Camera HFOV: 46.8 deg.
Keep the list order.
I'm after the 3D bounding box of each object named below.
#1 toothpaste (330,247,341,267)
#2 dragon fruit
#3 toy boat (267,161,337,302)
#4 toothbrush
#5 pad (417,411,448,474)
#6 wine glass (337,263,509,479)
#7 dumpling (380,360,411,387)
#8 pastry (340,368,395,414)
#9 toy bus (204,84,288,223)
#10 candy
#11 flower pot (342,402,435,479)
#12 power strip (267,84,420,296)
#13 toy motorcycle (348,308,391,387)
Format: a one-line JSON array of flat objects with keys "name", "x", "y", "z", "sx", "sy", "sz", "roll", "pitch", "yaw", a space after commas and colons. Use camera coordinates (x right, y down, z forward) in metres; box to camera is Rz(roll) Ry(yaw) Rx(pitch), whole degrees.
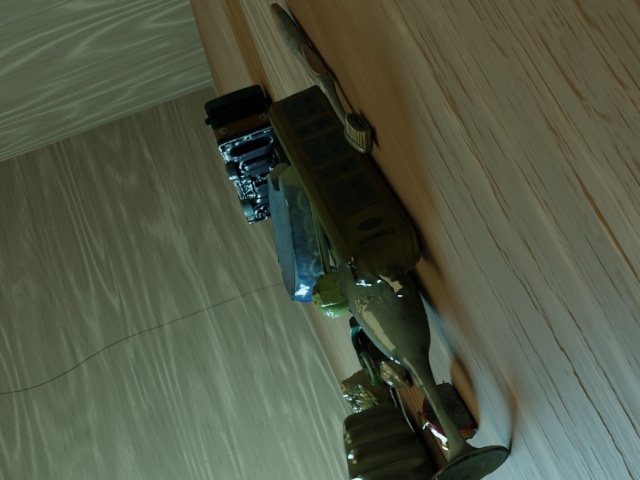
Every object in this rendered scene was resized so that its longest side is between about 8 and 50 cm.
[{"name": "toothpaste", "x": 0.051, "y": 0.028, "z": 1.332, "sx": 0.178, "sy": 0.037, "sz": 0.043, "roll": 179, "pitch": 71, "yaw": -84}, {"name": "dragon fruit", "x": 0.162, "y": 0.234, "z": 0.963, "sx": 0.056, "sy": 0.060, "sz": 0.083, "roll": 80, "pitch": 166, "yaw": -46}, {"name": "toy boat", "x": -0.033, "y": -0.020, "z": 1.706, "sx": 0.215, "sy": 0.123, "sz": 0.330, "roll": -163, "pitch": 63, "yaw": -72}, {"name": "toothbrush", "x": -0.007, "y": -0.231, "z": 0.991, "sx": 0.037, "sy": 0.028, "sz": 0.375, "roll": 83, "pitch": 165, "yaw": -45}, {"name": "pad", "x": 0.228, "y": 0.447, "z": 1.370, "sx": 0.176, "sy": 0.002, "sz": 0.266, "roll": -119, "pitch": 9, "yaw": -48}, {"name": "wine glass", "x": 0.099, "y": 0.095, "z": 0.838, "sx": 0.264, "sy": 0.096, "sz": 0.309, "roll": 73, "pitch": 174, "yaw": -55}, {"name": "dumpling", "x": 0.136, "y": 0.241, "z": 1.310, "sx": 0.059, "sy": 0.043, "sz": 0.077, "roll": 30, "pitch": 144, "yaw": 43}, {"name": "pastry", "x": 0.113, "y": 0.379, "z": 1.594, "sx": 0.089, "sy": 0.121, "sz": 0.258, "roll": -142, "pitch": 32, "yaw": -69}, {"name": "toy bus", "x": -0.164, "y": -0.210, "z": 1.833, "sx": 0.323, "sy": 0.162, "sz": 0.194, "roll": 74, "pitch": 175, "yaw": -56}, {"name": "candy", "x": 0.000, "y": 0.000, "z": 1.551, "sx": 0.092, "sy": 0.093, "sz": 0.335, "roll": 9, "pitch": 114, "yaw": 67}, {"name": "flower pot", "x": 0.151, "y": 0.522, "z": 1.463, "sx": 0.254, "sy": 0.164, "sz": 0.367, "roll": -117, "pitch": 12, "yaw": -70}, {"name": "power strip", "x": 0.026, "y": -0.073, "z": 0.936, "sx": 0.066, "sy": 0.092, "sz": 0.387, "roll": 72, "pitch": 173, "yaw": -49}, {"name": "toy motorcycle", "x": 0.099, "y": 0.208, "z": 1.443, "sx": 0.100, "sy": 0.058, "sz": 0.173, "roll": 89, "pitch": 158, "yaw": -53}]
